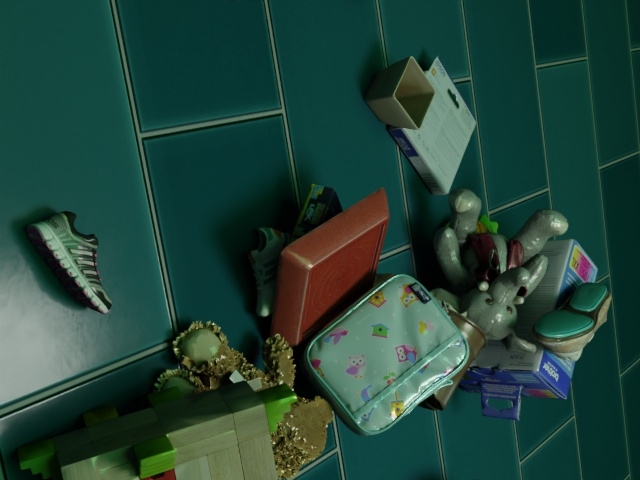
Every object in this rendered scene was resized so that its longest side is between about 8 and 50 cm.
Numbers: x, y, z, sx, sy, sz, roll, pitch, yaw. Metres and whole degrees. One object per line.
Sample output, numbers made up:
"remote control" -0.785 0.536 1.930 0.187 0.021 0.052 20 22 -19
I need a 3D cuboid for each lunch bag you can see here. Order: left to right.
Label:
"lunch bag" 0.123 0.208 1.557 0.279 0.108 0.224 -37 79 -15

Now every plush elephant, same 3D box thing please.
"plush elephant" 0.355 0.091 1.784 0.272 0.255 0.330 19 118 -16

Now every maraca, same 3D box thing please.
"maraca" 0.350 0.001 1.964 0.185 0.099 0.127 -17 80 -34

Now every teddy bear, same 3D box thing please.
"teddy bear" -0.135 0.270 1.441 0.338 0.113 0.245 18 69 -39

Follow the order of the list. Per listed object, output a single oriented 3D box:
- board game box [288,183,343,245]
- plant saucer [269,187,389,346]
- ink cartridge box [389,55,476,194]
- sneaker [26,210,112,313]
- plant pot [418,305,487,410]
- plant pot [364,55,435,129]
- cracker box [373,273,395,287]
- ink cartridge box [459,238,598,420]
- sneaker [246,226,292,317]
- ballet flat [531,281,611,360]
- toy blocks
"board game box" 0.000 0.000 1.570 0.170 0.048 0.141 65 43 -62
"plant saucer" 0.025 0.062 1.524 0.259 0.048 0.258 -32 147 -35
"ink cartridge box" 0.254 -0.255 1.908 0.223 0.045 0.224 50 54 -36
"sneaker" -0.340 0.028 1.225 0.075 0.063 0.170 -46 118 -31
"plant pot" 0.221 0.234 1.691 0.167 0.167 0.165 48 62 -37
"plant pot" 0.156 -0.297 1.761 0.109 0.096 0.109 46 58 -38
"cracker box" 0.113 0.201 1.731 0.156 0.067 0.232 -34 114 -44
"ink cartridge box" 0.440 0.203 1.946 0.151 0.270 0.395 42 60 -34
"sneaker" -0.103 0.052 1.509 0.075 0.057 0.161 22 74 -29
"ballet flat" 0.520 0.184 1.756 0.316 0.107 0.106 -23 121 -47
"toy blocks" -0.209 0.375 1.242 0.381 0.191 0.261 -14 108 -20
